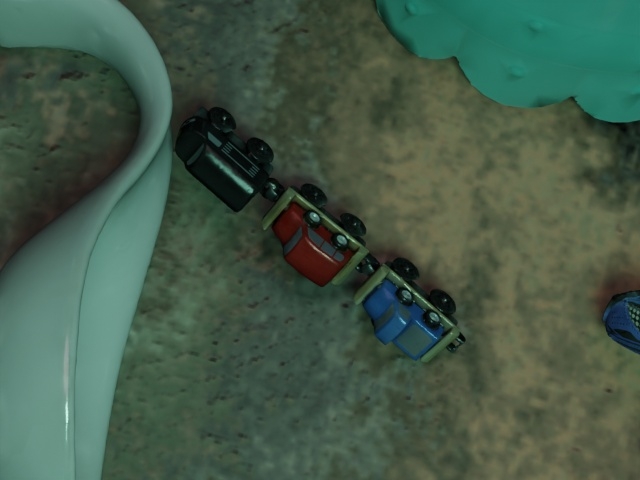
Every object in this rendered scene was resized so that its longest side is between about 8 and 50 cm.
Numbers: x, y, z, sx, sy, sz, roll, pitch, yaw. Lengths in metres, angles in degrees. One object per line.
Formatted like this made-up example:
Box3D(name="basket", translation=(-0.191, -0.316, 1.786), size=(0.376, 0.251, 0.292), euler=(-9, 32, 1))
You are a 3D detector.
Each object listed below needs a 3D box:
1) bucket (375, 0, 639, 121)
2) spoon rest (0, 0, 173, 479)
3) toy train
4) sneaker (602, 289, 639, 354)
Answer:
Box3D(name="bucket", translation=(0.144, -0.210, 0.784), size=(0.281, 0.183, 0.281), euler=(2, 69, -5))
Box3D(name="spoon rest", translation=(-0.100, 0.001, 0.713), size=(0.084, 0.137, 0.276), euler=(-4, 59, -5))
Box3D(name="toy train", translation=(0.000, 0.000, 0.751), size=(0.158, 0.027, 0.036), euler=(39, 35, -5))
Box3D(name="sneaker", translation=(0.207, 0.095, 0.728), size=(0.221, 0.083, 0.087), euler=(38, 103, 22))
